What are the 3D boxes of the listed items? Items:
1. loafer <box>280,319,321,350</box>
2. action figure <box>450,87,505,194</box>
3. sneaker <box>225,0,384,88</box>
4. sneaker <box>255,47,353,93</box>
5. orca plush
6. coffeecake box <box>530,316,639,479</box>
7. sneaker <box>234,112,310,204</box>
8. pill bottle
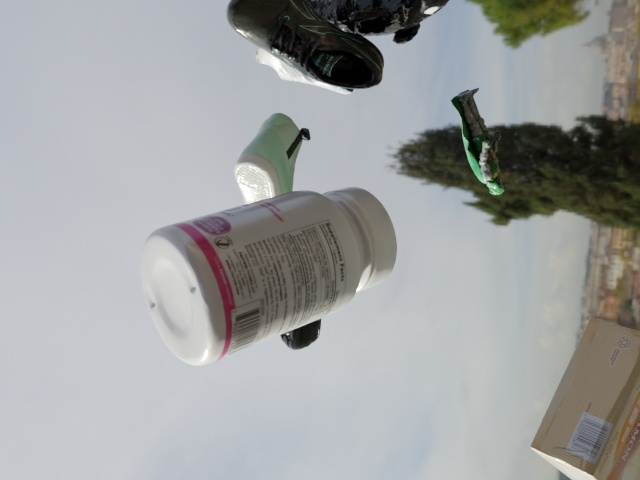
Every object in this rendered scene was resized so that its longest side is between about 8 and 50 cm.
[{"bbox_3d":[-0.024,0.099,1.348,0.078,0.076,0.223,-12,-57,-33],"label":"loafer"},{"bbox_3d":[0.347,-0.207,1.578,0.137,0.064,0.232,-36,-71,-52],"label":"action figure"},{"bbox_3d":[-0.018,-0.309,1.138,0.106,0.268,0.101,-92,24,-60],"label":"sneaker"},{"bbox_3d":[-0.028,-0.308,1.307,0.083,0.191,0.071,-39,32,51],"label":"sneaker"},{"bbox_3d":[0.063,-0.380,1.157,0.102,0.287,0.151,-42,-41,-49],"label":"orca plush"},{"bbox_3d":[0.301,0.183,0.741,0.185,0.068,0.142,40,-105,-44],"label":"coffeecake box"},{"bbox_3d":[-0.066,-0.087,1.204,0.255,0.094,0.151,89,-158,-53],"label":"sneaker"},{"bbox_3d":[-0.054,0.029,0.883,0.283,0.160,0.160,-18,-64,-37],"label":"pill bottle"}]
